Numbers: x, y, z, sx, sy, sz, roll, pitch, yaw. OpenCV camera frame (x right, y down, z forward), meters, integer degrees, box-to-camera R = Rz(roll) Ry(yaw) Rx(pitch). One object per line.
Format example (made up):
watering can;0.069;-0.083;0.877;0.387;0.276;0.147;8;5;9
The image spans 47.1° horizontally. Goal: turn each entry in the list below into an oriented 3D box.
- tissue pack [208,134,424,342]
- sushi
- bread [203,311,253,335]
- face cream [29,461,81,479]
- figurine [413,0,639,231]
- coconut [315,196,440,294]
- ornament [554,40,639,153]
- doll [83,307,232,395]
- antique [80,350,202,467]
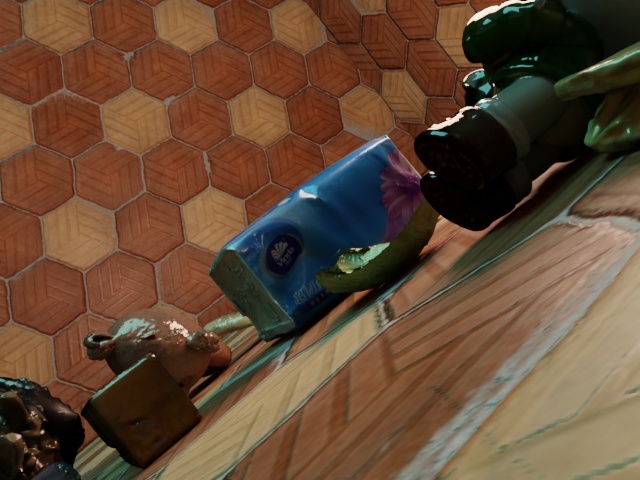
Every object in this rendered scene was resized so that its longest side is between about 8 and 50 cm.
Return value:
tissue pack;0.000;0.000;0.982;0.263;0.146;0.198;-39;0;-21
sushi;-0.448;0.303;0.954;0.225;0.238;0.218;-1;20;15
bread;-0.103;0.123;1.276;0.193;0.036;0.112;-18;0;-45
face cream;-0.345;0.319;0.764;0.144;0.071;0.291;-38;0;17
figurine;0.214;-0.168;0.612;0.370;0.167;0.281;-48;-34;-21
coconut;0.057;0.014;0.734;0.133;0.055;0.158;-40;0;-32
ornament;0.256;-0.137;0.445;0.201;0.059;0.180;-36;3;-8
doll;-0.241;0.210;1.186;0.201;0.156;0.303;0;-20;5
antique;-0.232;0.215;0.914;0.087;0.093;0.310;-39;1;-25
